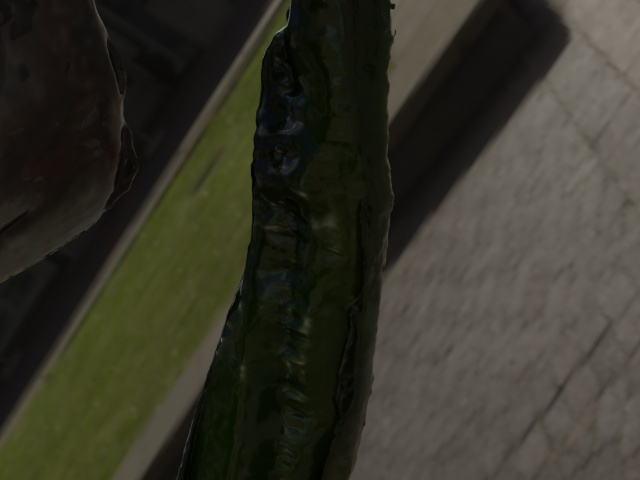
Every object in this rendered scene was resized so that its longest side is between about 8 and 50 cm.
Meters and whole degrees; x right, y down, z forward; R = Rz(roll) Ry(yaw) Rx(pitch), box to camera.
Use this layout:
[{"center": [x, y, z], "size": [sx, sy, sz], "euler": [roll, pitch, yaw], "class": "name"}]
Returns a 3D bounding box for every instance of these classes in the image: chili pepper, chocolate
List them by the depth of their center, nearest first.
[{"center": [0.000, -0.001, 0.649], "size": [0.076, 0.085, 0.359], "euler": [33, 111, 63], "class": "chili pepper"}, {"center": [-0.275, -0.079, 0.848], "size": [0.213, 0.303, 0.303], "euler": [-42, -2, -40], "class": "chocolate"}]
